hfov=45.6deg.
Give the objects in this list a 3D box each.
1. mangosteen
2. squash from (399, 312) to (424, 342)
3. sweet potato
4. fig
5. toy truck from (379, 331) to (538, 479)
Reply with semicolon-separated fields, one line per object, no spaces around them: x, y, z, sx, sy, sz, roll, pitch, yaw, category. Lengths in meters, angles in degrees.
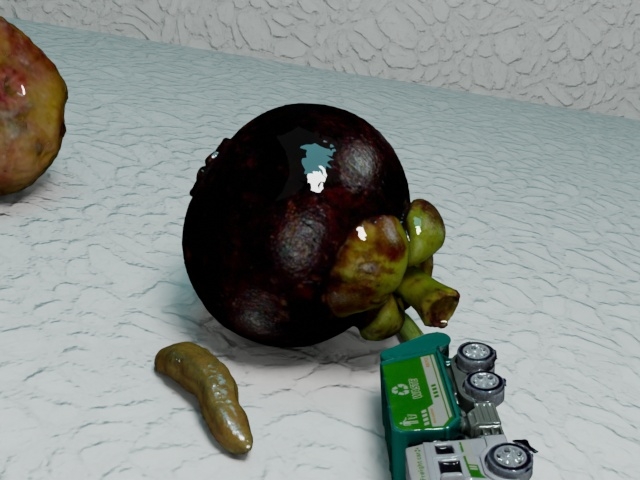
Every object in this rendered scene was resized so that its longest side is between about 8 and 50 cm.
-0.004;-0.013;0.906;0.313;0.297;0.297;11;22;-21;mangosteen
0.114;0.116;0.977;0.027;0.028;0.083;1;27;-19;squash
-0.113;0.152;0.783;0.054;0.053;0.182;-3;26;-38;sweet potato
-0.588;-0.193;1.160;0.368;0.286;0.286;-6;18;23;fig
0.124;0.187;0.735;0.124;0.114;0.253;-4;25;2;toy truck
